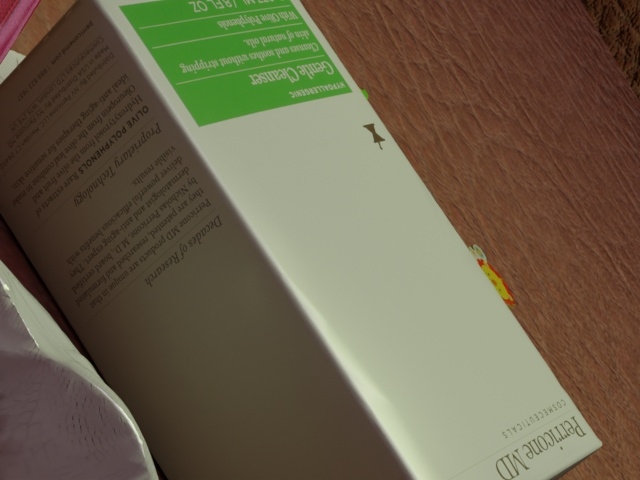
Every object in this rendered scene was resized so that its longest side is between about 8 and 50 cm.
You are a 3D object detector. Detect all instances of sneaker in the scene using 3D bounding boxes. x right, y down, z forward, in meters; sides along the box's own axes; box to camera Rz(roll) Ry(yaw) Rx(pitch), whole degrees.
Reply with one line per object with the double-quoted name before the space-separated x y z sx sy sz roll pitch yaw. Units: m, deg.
"sneaker" -0.140 0.081 1.009 0.212 0.080 0.094 57 2 8

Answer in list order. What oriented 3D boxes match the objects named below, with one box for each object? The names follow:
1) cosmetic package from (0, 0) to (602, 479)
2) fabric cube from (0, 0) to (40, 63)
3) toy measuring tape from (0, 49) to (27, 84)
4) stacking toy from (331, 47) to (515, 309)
"cosmetic package" -0.025 0.032 1.176 0.365 0.155 0.197 55 33 10
"fabric cube" -0.248 -0.181 0.794 0.258 0.254 0.259 42 58 -26
"toy measuring tape" -0.211 -0.157 1.183 0.330 0.121 0.121 21 36 -56
"stacking toy" 0.000 0.000 1.307 0.221 0.167 0.052 56 20 10
